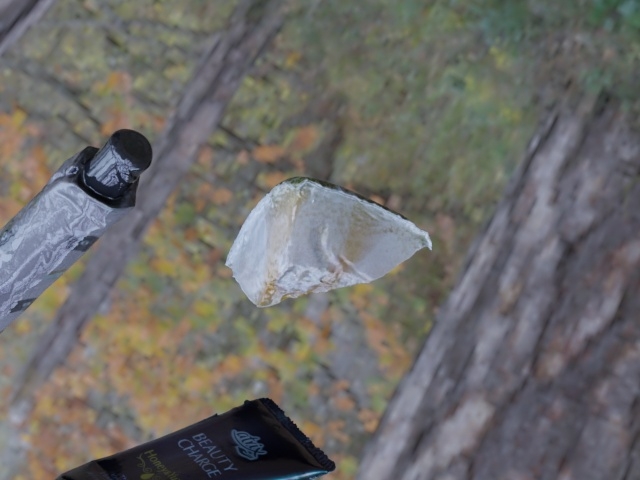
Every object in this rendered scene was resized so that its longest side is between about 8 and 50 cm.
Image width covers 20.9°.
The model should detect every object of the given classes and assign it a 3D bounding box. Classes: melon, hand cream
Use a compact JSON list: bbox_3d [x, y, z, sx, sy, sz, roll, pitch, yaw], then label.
[{"bbox_3d":[-0.001,-0.005,1.625,0.202,0.093,0.139,-9,134,7],"label":"melon"},{"bbox_3d":[-0.130,0.209,1.488,0.120,0.270,0.061,40,138,46],"label":"hand cream"}]

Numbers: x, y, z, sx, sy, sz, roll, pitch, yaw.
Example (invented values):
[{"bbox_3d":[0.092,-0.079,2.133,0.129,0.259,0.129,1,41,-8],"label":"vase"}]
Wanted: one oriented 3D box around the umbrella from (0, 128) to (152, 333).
[{"bbox_3d":[-0.249,-0.003,1.571,0.073,0.067,0.337,21,141,-28],"label":"umbrella"}]
